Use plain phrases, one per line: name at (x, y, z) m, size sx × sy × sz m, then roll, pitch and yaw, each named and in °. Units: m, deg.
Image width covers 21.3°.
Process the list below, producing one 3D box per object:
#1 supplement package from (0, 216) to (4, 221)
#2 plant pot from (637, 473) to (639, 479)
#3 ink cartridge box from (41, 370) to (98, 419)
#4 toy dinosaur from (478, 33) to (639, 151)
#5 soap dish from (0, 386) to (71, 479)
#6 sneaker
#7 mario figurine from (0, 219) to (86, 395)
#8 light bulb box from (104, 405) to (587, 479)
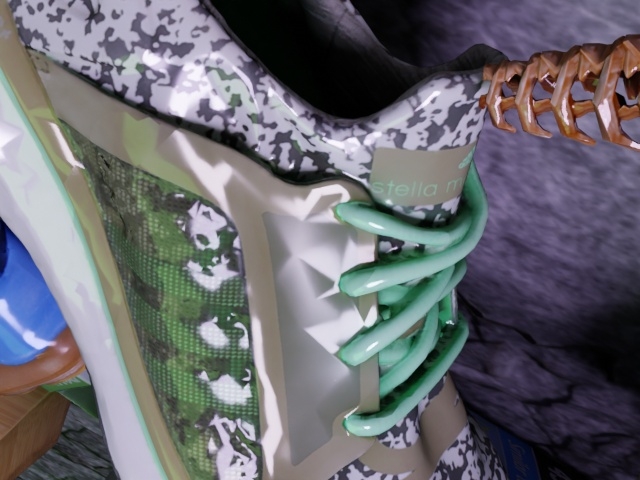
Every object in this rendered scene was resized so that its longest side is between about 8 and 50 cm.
supplement package at (-0.205, -0.027, 0.792) m, size 0.105 × 0.179 × 0.105 m, roll -16°, pitch 91°, yaw 59°
plant pot at (0.246, 0.165, 0.683) m, size 0.254 × 0.276 × 0.276 m, roll 38°, pitch 157°, yaw 7°
ink cartridge box at (-0.147, 0.010, 0.920) m, size 0.209 × 0.109 × 0.062 m, roll 37°, pitch 155°, yaw -21°
toy dinosaur at (0.217, -0.009, 0.514) m, size 0.322 × 0.164 × 0.218 m, roll 35°, pitch 148°, yaw 31°
soap dish at (-0.320, 0.073, 1.218) m, size 0.291 × 0.118 × 0.229 m, roll 27°, pitch 156°, yaw -2°
sneaker at (0.000, 0.000, 0.624) m, size 0.182 × 0.158 × 0.410 m, roll -19°, pitch 112°, yaw 38°
mario figurine at (-0.216, -0.074, 0.678) m, size 0.170 × 0.198 × 0.320 m, roll -30°, pitch 127°, yaw 26°
light bulb box at (0.043, 0.255, 0.864) m, size 0.361 × 0.225 × 0.358 m, roll 31°, pitch -161°, yaw -10°
